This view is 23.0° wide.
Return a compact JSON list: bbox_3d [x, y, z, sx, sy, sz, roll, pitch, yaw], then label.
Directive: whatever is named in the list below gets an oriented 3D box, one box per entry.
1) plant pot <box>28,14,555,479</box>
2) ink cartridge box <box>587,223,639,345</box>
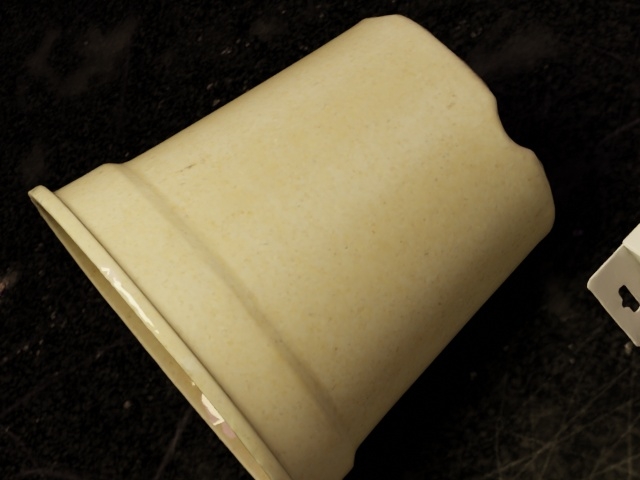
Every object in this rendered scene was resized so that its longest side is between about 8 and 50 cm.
[{"bbox_3d":[0.000,0.000,1.214,0.305,0.334,0.334,-39,42,-9],"label":"plant pot"},{"bbox_3d":[0.285,0.002,1.111,0.181,0.104,0.061,-47,44,0],"label":"ink cartridge box"}]
